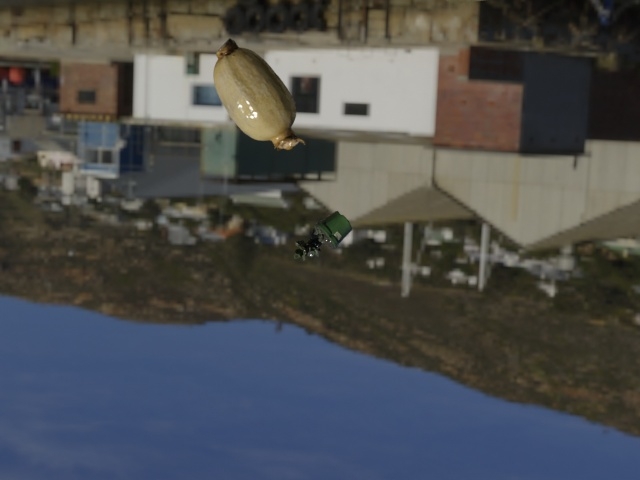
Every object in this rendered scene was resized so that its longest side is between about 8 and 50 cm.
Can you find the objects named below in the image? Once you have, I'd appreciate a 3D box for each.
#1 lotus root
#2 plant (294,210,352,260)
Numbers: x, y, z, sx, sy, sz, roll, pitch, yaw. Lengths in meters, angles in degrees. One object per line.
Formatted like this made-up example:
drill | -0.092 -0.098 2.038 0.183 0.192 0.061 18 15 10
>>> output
lotus root | -0.074 -0.163 1.249 0.073 0.150 0.062 -34 -177 12
plant | 0.000 0.000 1.699 0.102 0.051 0.051 -39 -160 -14
